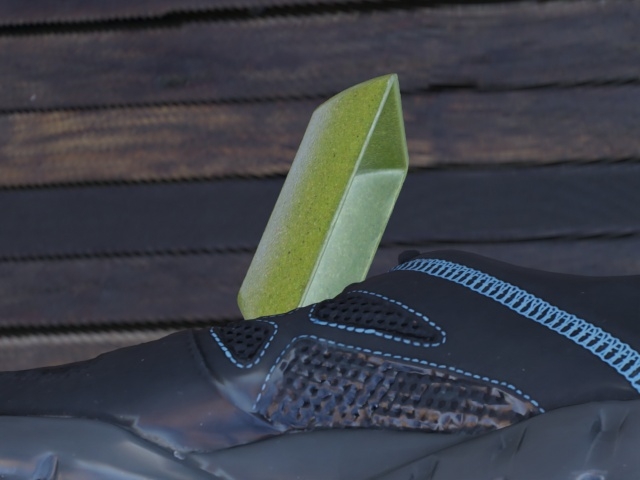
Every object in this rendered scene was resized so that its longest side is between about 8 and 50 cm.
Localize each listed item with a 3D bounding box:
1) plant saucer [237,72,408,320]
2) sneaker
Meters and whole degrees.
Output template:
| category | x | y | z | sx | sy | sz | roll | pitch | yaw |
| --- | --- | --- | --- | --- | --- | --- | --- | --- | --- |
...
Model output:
| category | x | y | z | sx | sy | sz | roll | pitch | yaw |
| --- | --- | --- | --- | --- | --- | --- | --- | --- | --- |
| plant saucer | 0.000 | 0.000 | 1.008 | 0.045 | 0.188 | 0.188 | 20 | 78 | 10 |
| sneaker | 0.001 | 0.076 | 0.535 | 0.341 | 0.139 | 0.125 | -1 | 127 | 21 |
